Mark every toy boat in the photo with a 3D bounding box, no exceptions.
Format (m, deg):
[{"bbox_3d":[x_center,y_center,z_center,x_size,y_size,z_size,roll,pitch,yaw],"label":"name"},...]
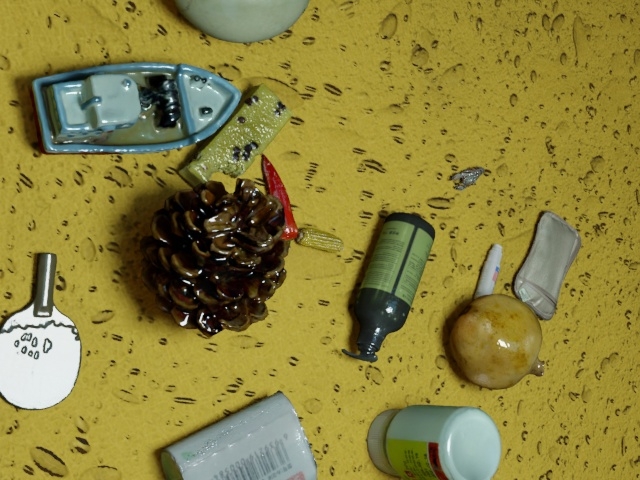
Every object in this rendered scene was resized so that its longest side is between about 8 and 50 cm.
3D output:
[{"bbox_3d":[-0.278,-0.212,1.485,0.332,0.133,0.145,-10,88,-35],"label":"toy boat"}]

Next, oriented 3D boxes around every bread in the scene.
[{"bbox_3d":[-0.142,-0.168,1.619,0.088,0.049,0.226,46,62,-20],"label":"bread"}]

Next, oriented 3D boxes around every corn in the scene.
[{"bbox_3d":[0.000,0.000,1.697,0.092,0.037,0.037,18,73,-31],"label":"corn"}]

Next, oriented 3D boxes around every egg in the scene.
[{"bbox_3d":[-0.130,-0.425,1.582,0.253,0.187,0.186,-10,89,-32],"label":"egg"}]

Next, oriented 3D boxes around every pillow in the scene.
[{"bbox_3d":[0.484,0.050,2.011,0.131,0.038,0.232,35,65,-21],"label":"pillow"}]

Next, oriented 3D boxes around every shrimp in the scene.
[{"bbox_3d":[0.298,-0.124,1.922,0.092,0.029,0.038,-18,101,-29],"label":"shrimp"}]

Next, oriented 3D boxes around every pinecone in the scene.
[{"bbox_3d":[-0.161,0.025,1.457,0.244,0.257,0.243,6,74,-20],"label":"pinecone"}]

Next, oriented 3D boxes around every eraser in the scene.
[{"bbox_3d":[-0.128,0.368,1.531,0.227,0.081,0.174,-22,92,-33],"label":"eraser"}]

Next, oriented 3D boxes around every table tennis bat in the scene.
[{"bbox_3d":[-0.418,0.135,1.410,0.131,0.022,0.234,9,80,-31],"label":"table tennis bat"}]

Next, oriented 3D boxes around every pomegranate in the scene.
[{"bbox_3d":[0.348,0.199,1.816,0.196,0.196,0.196,6,80,-33],"label":"pomegranate"}]

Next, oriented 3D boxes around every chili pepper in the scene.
[{"bbox_3d":[-0.072,-0.072,1.664,0.045,0.027,0.178,-15,90,-34],"label":"chili pepper"}]

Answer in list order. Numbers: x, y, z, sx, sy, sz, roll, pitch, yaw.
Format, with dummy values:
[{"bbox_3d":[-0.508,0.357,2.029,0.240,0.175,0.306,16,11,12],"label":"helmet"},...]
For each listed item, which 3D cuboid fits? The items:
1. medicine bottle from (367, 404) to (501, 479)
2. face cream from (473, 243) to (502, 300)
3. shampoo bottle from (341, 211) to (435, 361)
[{"bbox_3d":[0.196,0.359,1.660,0.139,0.225,0.139,5,81,-34],"label":"medicine bottle"},{"bbox_3d":[0.343,0.066,1.918,0.034,0.034,0.130,30,66,-27],"label":"face cream"},{"bbox_3d":[0.124,0.090,1.727,0.101,0.101,0.283,32,67,-26],"label":"shampoo bottle"}]
